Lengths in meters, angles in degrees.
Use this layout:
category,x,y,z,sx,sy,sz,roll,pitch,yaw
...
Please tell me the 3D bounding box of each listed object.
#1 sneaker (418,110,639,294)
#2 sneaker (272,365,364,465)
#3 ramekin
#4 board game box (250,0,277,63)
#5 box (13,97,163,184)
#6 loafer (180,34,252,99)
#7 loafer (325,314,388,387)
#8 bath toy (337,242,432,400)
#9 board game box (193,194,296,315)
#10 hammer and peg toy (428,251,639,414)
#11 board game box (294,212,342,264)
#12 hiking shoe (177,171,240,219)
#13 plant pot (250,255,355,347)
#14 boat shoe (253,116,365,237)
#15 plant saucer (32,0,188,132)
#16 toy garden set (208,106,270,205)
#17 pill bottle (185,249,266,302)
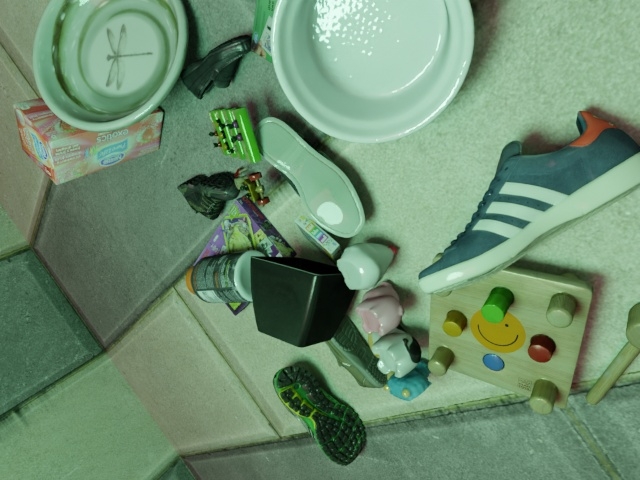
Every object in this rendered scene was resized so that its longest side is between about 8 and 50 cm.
category,x,y,z,sx,sy,sz,roll,pitch,yaw
sneaker,0.279,-0.052,0.633,0.350,0.131,0.148,-35,70,16
sneaker,-0.004,0.492,1.217,0.343,0.134,0.146,52,159,-3
ramekin,0.076,-0.299,0.628,0.277,0.135,0.277,6,131,7
board game box,-0.015,-0.439,0.716,0.213,0.046,0.317,38,136,21
box,-0.581,-0.285,1.088,0.154,0.300,0.142,41,136,12
loafer,-0.218,-0.375,0.922,0.223,0.076,0.078,-10,121,40
loafer,0.059,0.272,1.045,0.251,0.094,0.087,51,129,3
bath toy,0.142,0.157,0.899,0.151,0.129,0.348,3,116,58
board game box,-0.223,0.055,1.179,0.208,0.056,0.347,47,133,2
hammer and peg toy,0.365,0.175,0.730,0.361,0.127,0.266,14,121,32
board game box,0.000,0.000,0.920,0.103,0.026,0.154,42,175,13
hiking shoe,-0.279,-0.113,1.116,0.227,0.086,0.114,9,130,42
plant pot,-0.043,0.134,0.948,0.187,0.188,0.167,13,95,33
boat shoe,-0.013,-0.135,0.884,0.114,0.091,0.302,-38,86,14
plant saucer,-0.472,-0.439,0.988,0.401,0.100,0.400,-1,87,13
toy garden set,-0.194,-0.188,0.944,0.244,0.049,0.203,28,138,60
pill bottle,-0.249,0.098,1.103,0.246,0.130,0.130,-7,109,40
